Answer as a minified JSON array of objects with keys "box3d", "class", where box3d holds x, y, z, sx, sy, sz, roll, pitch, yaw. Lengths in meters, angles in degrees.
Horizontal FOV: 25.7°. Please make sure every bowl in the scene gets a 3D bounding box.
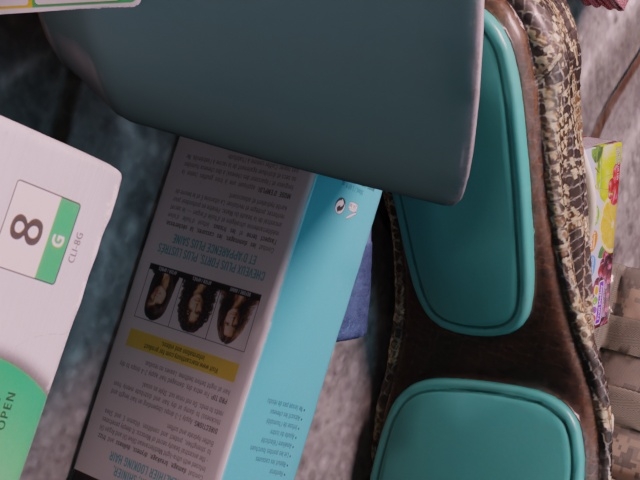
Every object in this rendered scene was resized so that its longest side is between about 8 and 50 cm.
[{"box3d":[-0.032,-0.164,0.576,0.311,0.163,0.311,-4,90,-90],"class":"bowl"}]

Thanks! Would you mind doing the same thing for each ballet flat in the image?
[{"box3d":[0.122,0.061,0.891,0.182,0.164,0.482,-20,112,-55],"class":"ballet flat"}]

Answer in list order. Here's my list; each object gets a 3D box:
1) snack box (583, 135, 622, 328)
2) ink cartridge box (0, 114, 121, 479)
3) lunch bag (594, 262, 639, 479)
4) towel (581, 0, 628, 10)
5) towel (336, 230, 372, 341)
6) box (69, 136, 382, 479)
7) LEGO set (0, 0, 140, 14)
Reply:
[{"box3d":[0.173,0.001,1.013,0.100,0.037,0.141,-15,112,-45],"class":"snack box"},{"box3d":[-0.175,0.026,0.406,0.225,0.056,0.181,25,81,-52],"class":"ink cartridge box"},{"box3d":[0.296,0.188,1.055,0.169,0.235,0.287,34,74,-54],"class":"lunch bag"},{"box3d":[0.198,-0.353,0.946,0.237,0.037,0.329,40,69,-45],"class":"towel"},{"box3d":[0.000,0.000,0.810,0.067,0.029,0.119,-4,101,-31],"class":"towel"},{"box3d":[-0.047,0.047,0.721,0.060,0.101,0.244,22,84,-51],"class":"box"},{"box3d":[-0.187,-0.158,0.449,0.244,0.060,0.182,-5,113,-3],"class":"LEGO set"}]
